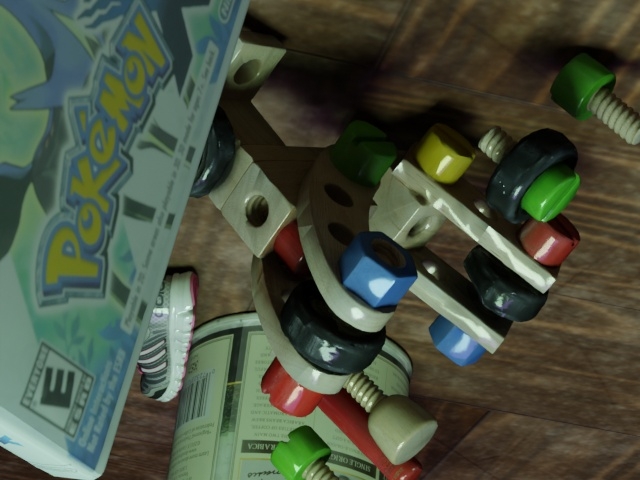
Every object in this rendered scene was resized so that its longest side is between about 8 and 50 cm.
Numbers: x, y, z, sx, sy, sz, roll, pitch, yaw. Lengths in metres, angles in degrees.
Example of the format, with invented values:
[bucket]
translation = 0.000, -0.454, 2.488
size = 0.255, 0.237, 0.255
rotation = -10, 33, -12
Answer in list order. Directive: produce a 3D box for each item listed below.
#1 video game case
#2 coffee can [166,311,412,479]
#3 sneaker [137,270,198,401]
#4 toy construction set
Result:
[video game case]
translation = -0.134, -0.104, 0.675
size = 0.036, 0.329, 0.300
rotation = 2, 155, 30
[coffee can]
translation = -0.032, 0.224, 1.351
size = 0.201, 0.275, 0.201
rotation = 5, 153, 3
[sneaker]
translation = -0.142, 0.075, 1.322
size = 0.075, 0.063, 0.170
rotation = 9, 148, -5
[toy construction set]
translation = 0.000, 0.000, 1.021
size = 0.237, 0.257, 0.309
rotation = 44, 143, 23
